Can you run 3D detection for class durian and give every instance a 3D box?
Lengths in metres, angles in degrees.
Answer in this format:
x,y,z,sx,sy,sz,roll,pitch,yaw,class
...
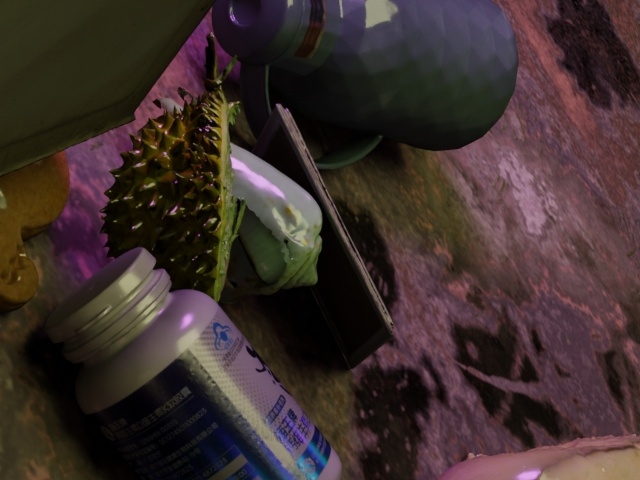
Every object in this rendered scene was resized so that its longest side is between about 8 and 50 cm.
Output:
x,y,z,sx,sy,sz,roll,pitch,yaw,class
-0.087,-0.022,1.256,0.100,0.086,0.215,-44,144,-57,durian

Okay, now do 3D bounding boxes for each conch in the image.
x,y,z,sx,sy,sz,roll,pitch,yaw,class
-0.072,-0.022,1.352,0.170,0.106,0.079,45,-2,5,conch

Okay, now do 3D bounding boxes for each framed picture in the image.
x,y,z,sx,sy,sz,roll,pitch,yaw,class
0.000,0.000,1.410,0.011,0.142,0.183,-24,82,-15,framed picture

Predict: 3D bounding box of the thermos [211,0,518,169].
x,y,z,sx,sy,sz,roll,pitch,yaw,class
0.026,-0.145,1.562,0.286,0.145,0.182,7,92,-51,thermos

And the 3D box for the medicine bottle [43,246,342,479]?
x,y,z,sx,sy,sz,roll,pitch,yaw,class
-0.081,0.102,1.199,0.191,0.107,0.107,52,31,-12,medicine bottle

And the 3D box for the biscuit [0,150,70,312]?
x,y,z,sx,sy,sz,roll,pitch,yaw,class
-0.227,-0.045,1.186,0.184,0.035,0.249,52,30,-12,biscuit

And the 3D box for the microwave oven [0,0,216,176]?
x,y,z,sx,sy,sz,roll,pitch,yaw,class
-0.213,-0.199,1.015,0.247,0.333,0.394,47,32,8,microwave oven

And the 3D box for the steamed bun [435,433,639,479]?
x,y,z,sx,sy,sz,roll,pitch,yaw,class
0.173,0.258,1.392,0.273,0.166,0.232,-1,77,-50,steamed bun
